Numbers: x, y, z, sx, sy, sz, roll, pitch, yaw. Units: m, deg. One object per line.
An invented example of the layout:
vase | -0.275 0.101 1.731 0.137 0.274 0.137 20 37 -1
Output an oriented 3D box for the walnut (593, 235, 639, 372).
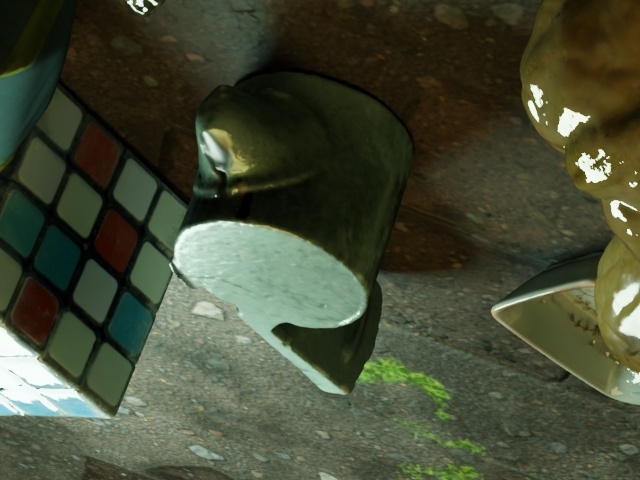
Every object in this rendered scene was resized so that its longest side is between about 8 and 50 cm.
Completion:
walnut | 0.345 0.035 1.459 0.225 0.225 0.261 22 157 -6

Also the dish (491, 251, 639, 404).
dish | 0.299 0.087 1.728 0.234 0.064 0.154 36 148 -26

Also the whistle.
whistle | -0.027 0.001 1.664 0.188 0.168 0.405 15 151 6

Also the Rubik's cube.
Rubik's cube | -0.326 0.014 1.782 0.259 0.253 0.256 -3 145 37

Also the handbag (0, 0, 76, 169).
handbag | -0.336 -0.196 1.453 0.263 0.222 0.241 19 157 -5

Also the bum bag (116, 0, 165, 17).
bum bag | -0.112 -0.249 1.377 0.248 0.069 0.102 -18 99 50

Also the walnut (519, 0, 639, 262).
walnut | 0.298 -0.103 1.179 0.296 0.285 0.285 57 146 0
